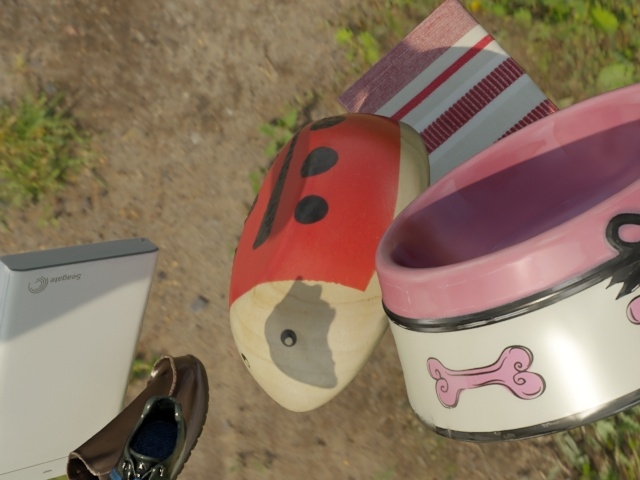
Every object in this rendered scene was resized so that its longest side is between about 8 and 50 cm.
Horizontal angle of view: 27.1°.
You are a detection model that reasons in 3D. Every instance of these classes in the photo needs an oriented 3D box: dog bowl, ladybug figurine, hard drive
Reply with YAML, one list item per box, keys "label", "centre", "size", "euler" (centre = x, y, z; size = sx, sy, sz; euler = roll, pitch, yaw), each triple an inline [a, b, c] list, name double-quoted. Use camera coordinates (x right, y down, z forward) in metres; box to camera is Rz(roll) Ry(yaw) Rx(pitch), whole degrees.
- label: "dog bowl"
  centre: [0.228, -0.001, 1.184]
  size: [0.408, 0.408, 0.150]
  euler: [-28, 104, 5]
- label: "ladybug figurine"
  centre: [0.000, 0.000, 1.699]
  size: [0.305, 0.162, 0.449]
  euler: [-36, 30, 45]
- label: "hard drive"
  centre: [-0.353, 0.171, 1.795]
  size: [0.047, 0.233, 0.353]
  euler: [35, 120, 37]

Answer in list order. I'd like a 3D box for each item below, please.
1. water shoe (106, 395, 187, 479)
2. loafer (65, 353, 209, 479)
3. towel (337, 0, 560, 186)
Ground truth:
- label: "water shoe"
  centre: [-0.184, 0.241, 1.294]
  size: [0.073, 0.080, 0.203]
  euler: [11, 48, 3]
- label: "loafer"
  centre: [-0.256, 0.290, 1.720]
  size: [0.130, 0.134, 0.366]
  euler: [32, 56, -16]
- label: "towel"
  centre: [0.215, -0.167, 1.959]
  size: [0.237, 0.037, 0.329]
  euler: [-41, 79, 4]
